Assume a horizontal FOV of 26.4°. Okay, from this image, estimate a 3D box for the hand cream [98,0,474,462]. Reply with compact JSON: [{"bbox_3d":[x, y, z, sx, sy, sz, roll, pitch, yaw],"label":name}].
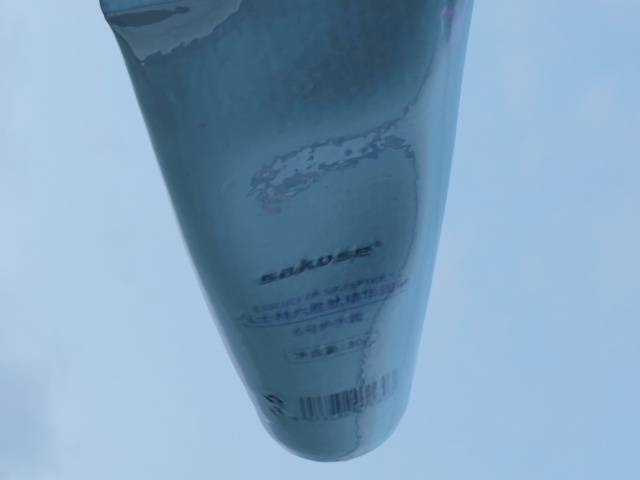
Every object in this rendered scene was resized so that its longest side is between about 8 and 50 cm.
[{"bbox_3d":[0.000,0.000,0.498,0.321,0.109,0.067,85,-7,-61],"label":"hand cream"}]
